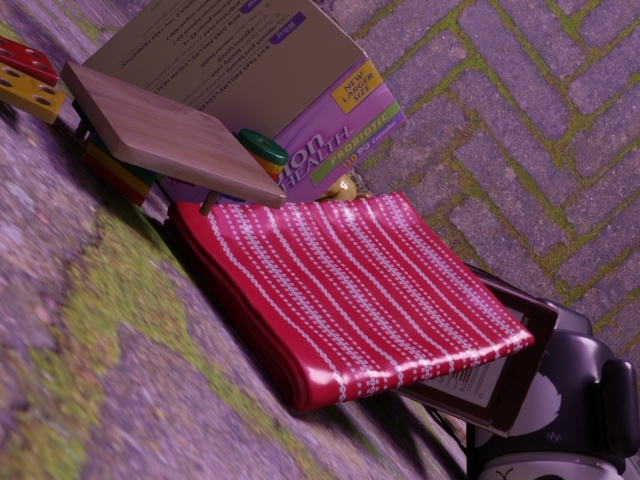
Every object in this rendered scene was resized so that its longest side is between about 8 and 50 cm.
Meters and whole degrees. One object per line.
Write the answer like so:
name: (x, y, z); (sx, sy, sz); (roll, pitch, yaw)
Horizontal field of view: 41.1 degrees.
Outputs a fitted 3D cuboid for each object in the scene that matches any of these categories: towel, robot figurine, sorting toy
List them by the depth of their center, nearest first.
sorting toy: (-0.118, -0.063, 0.596); (0.274, 0.046, 0.132); (17, 21, -41)
towel: (0.031, 0.032, 0.674); (0.274, 0.031, 0.199); (-5, 46, -44)
robot figurine: (0.266, 0.211, 1.009); (0.209, 0.173, 0.278); (81, 12, -60)

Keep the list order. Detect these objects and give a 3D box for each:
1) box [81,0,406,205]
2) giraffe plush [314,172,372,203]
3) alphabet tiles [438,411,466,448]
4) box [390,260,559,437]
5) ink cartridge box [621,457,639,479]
box: (-0.081, -0.144, 0.836); (0.243, 0.213, 0.117); (50, 4, 33)
giraffe plush: (-0.008, -0.096, 1.481); (0.181, 0.210, 0.170); (47, -6, 42)
alphabet tiles: (0.220, 0.298, 1.402); (0.278, 0.021, 0.284); (50, 2, -37)
box: (0.113, 0.079, 0.974); (0.191, 0.143, 0.381); (21, 5, 0)
ink cartridge box: (0.376, 0.343, 1.290); (0.168, 0.171, 0.233); (56, 8, -2)
